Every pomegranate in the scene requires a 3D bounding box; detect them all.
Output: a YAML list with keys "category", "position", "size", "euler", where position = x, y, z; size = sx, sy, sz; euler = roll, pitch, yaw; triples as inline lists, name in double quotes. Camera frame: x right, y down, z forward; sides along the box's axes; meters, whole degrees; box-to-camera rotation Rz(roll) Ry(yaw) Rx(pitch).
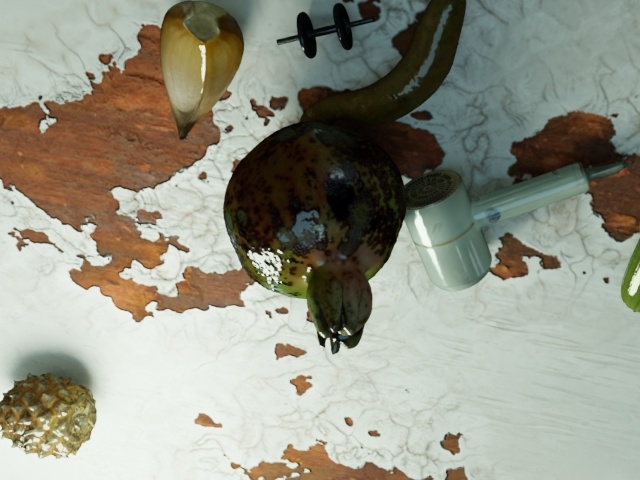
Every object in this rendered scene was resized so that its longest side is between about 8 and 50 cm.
- category: "pomegranate"
  position: [0.000, 0.000, 1.637]
  size: [0.285, 0.341, 0.285]
  euler: [-11, 146, -8]

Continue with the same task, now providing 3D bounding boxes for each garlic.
- category: "garlic"
  position: [-0.173, -0.266, 1.644]
  size: [0.115, 0.128, 0.207]
  euler: [-16, 138, -30]

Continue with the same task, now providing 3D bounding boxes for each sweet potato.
- category: "sweet potato"
  position: [0.114, -0.240, 1.634]
  size: [0.346, 0.079, 0.108]
  euler: [-38, 81, 29]

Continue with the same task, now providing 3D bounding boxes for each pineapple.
- category: "pineapple"
  position: [-0.514, 0.318, 2.046]
  size: [0.193, 0.166, 0.166]
  euler: [8, 125, 26]

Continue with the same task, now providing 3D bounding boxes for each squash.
- category: "squash"
  position: [0.524, 0.014, 1.730]
  size: [0.069, 0.069, 0.239]
  euler: [14, 124, 0]

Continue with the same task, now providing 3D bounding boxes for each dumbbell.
- category: "dumbbell"
  position: [0.006, -0.302, 1.611]
  size: [0.147, 0.069, 0.069]
  euler: [-11, 120, 16]

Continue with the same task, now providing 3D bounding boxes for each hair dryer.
- category: "hair dryer"
  position: [0.311, -0.053, 1.714]
  size: [0.357, 0.107, 0.173]
  euler: [-19, 120, 13]
